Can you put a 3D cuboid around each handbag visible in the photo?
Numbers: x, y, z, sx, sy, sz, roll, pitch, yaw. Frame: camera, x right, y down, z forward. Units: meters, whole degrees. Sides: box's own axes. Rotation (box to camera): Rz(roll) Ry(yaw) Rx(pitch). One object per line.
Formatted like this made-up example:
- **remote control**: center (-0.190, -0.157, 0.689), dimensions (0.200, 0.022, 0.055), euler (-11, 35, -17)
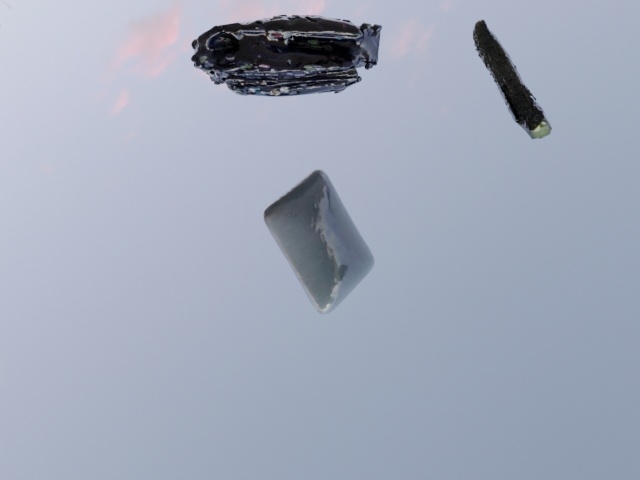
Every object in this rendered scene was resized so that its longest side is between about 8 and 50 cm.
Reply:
- **handbag**: center (-0.050, -0.259, 0.956), dimensions (0.260, 0.162, 0.113), euler (-3, -78, -11)

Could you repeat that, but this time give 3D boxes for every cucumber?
- **cucumber**: center (0.286, -0.254, 1.058), dimensions (0.044, 0.043, 0.256), euler (-37, -130, 27)

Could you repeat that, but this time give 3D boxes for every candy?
- **candy**: center (0.000, 0.000, 0.967), dimensions (0.071, 0.174, 0.138), euler (-12, -157, 46)
